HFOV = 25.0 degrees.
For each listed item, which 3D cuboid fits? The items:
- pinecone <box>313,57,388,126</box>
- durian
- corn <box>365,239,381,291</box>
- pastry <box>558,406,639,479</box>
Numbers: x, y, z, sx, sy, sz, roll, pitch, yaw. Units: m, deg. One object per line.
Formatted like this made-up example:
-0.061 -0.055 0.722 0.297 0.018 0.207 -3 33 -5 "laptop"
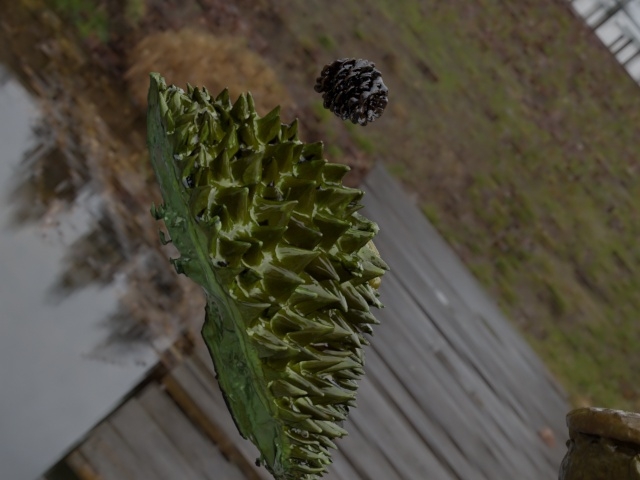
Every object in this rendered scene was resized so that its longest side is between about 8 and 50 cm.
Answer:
0.036 -0.165 1.604 0.077 0.077 0.083 35 27 -55 "pinecone"
-0.059 0.062 1.159 0.163 0.198 0.394 -50 137 -46 "durian"
0.000 0.000 1.257 0.080 0.080 0.231 55 -1 25 "corn"
0.359 0.248 1.474 0.235 0.132 0.240 11 -3 -4 "pastry"
